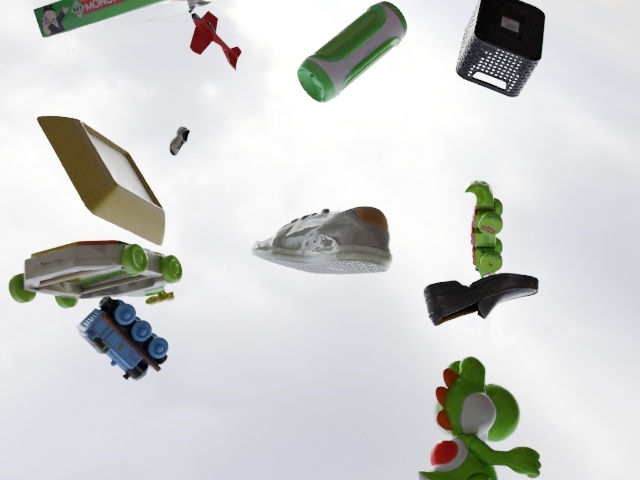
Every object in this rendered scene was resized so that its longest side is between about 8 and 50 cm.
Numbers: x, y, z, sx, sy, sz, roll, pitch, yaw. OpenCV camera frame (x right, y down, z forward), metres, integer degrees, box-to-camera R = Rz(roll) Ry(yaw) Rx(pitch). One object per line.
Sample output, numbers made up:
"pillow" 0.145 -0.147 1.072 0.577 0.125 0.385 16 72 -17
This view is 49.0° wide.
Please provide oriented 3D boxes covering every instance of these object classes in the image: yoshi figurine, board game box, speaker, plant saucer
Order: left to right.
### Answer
"plant saucer" -0.538 -0.167 1.815 0.333 0.081 0.333 54 -173 23
"board game box" -0.262 -0.383 1.113 0.317 0.214 0.046 -48 -55 -61
"speaker" 0.081 -0.472 1.758 0.131 0.131 0.296 42 -109 17
"yoshi figurine" 0.296 0.396 1.276 0.204 0.203 0.362 -2 -121 18

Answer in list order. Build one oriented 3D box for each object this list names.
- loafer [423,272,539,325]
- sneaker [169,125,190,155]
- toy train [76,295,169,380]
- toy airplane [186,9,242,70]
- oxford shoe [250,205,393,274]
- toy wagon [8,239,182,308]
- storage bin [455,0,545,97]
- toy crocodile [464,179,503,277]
"loafer" 0.240 0.089 1.040 0.062 0.170 0.061 54 -152 -57
"sneaker" -0.370 -0.260 1.849 0.037 0.083 0.032 20 179 40
"toy train" -0.378 0.193 1.362 0.080 0.105 0.184 9 141 57
"toy airplane" -0.206 -0.392 1.375 0.151 0.028 0.151 36 -138 -41
"oxford shoe" 0.000 0.000 1.492 0.169 0.130 0.449 14 169 -32
"toy wagon" -0.401 0.072 1.347 0.344 0.267 0.068 26 -127 -67
"storage bin" 0.317 -0.349 1.235 0.122 0.084 0.180 21 -132 -1
"toy crocodile" 0.469 -0.012 2.012 0.105 0.340 0.115 0 -147 15
